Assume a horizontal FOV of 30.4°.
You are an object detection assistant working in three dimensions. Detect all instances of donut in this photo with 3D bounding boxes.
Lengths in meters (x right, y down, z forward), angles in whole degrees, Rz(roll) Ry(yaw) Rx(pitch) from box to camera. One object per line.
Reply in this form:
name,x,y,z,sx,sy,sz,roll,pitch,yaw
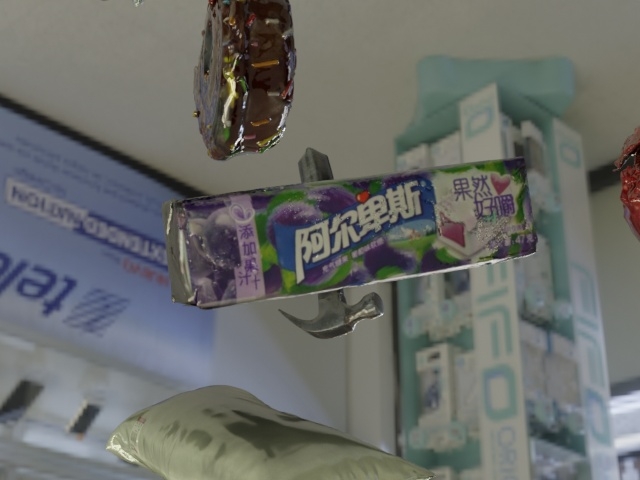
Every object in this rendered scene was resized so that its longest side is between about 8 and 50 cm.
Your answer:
donut,-0.084,-0.202,1.343,0.095,0.216,0.230,1,119,-16

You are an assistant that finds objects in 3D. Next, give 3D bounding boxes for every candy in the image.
candy,0.031,-0.008,0.946,0.312,0.088,0.061,-8,-178,-21

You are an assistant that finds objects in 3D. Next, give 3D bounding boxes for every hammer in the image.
hammer,0.000,0.000,1.570,0.137,0.290,0.037,-25,142,22

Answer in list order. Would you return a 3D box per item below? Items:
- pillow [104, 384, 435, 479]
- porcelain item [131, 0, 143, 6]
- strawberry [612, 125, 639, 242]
pillow,-0.044,0.159,0.876,0.144,0.078,0.254,-3,-174,-34
porcelain item,-0.258,-0.347,1.549,0.028,0.036,0.083,-7,132,35
strawberry,0.477,-0.050,1.348,0.274,0.274,0.220,16,141,-28
